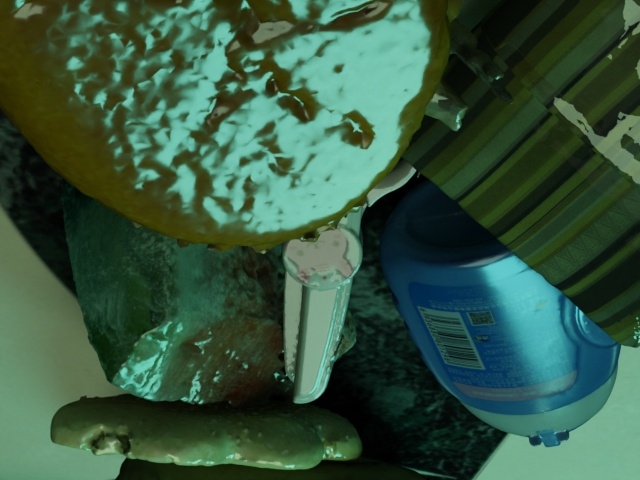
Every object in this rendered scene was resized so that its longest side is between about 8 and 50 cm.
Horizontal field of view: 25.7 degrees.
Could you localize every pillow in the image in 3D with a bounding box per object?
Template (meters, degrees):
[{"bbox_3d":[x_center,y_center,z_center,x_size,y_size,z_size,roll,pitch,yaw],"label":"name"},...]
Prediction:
[{"bbox_3d":[0.163,-0.053,0.776,0.212,0.052,0.208,40,133,-5],"label":"pillow"}]

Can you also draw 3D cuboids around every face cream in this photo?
[{"bbox_3d":[0.136,0.057,0.974,0.149,0.083,0.264,-8,141,17],"label":"face cream"}]

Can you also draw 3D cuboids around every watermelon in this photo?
[{"bbox_3d":[-0.059,0.045,0.949,0.094,0.154,0.241,-21,151,26],"label":"watermelon"}]

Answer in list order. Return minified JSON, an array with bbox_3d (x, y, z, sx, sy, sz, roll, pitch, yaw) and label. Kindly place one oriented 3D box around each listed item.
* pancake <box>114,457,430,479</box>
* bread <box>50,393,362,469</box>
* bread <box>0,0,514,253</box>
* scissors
[{"bbox_3d":[-0.035,0.199,1.124,0.294,0.049,0.294,4,169,1],"label":"pancake"},{"bbox_3d":[-0.067,0.135,1.019,0.181,0.039,0.251,2,177,27],"label":"bread"},{"bbox_3d":[-0.059,-0.147,0.644,0.236,0.183,0.389,-12,139,14],"label":"bread"},{"bbox_3d":[0.000,0.000,0.888,0.118,0.030,0.242,6,120,-4],"label":"scissors"}]
